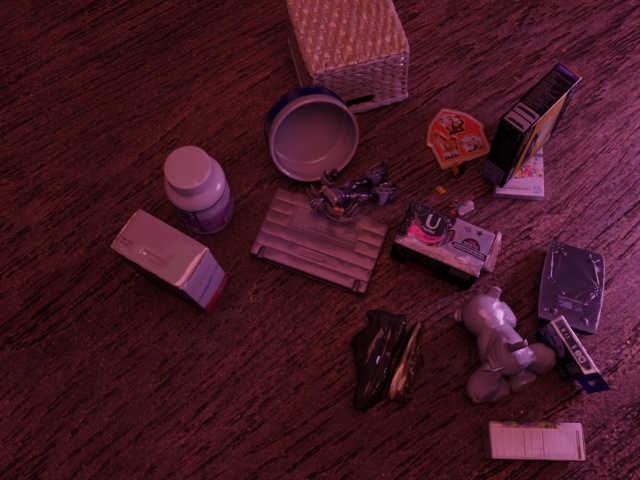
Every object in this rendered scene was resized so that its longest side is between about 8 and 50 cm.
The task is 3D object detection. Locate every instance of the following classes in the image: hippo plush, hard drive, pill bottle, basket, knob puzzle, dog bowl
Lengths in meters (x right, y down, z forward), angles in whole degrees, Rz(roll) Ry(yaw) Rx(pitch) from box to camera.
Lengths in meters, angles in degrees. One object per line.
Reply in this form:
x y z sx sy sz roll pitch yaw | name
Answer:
0.438 0.270 1.682 0.234 0.294 0.237 -43 51 18 | hippo plush
0.695 0.134 1.785 0.171 0.054 0.255 17 61 7 | hard drive
-0.341 -0.140 1.788 0.169 0.301 0.169 0 70 1 | pill bottle
0.081 -0.594 1.962 0.328 0.266 0.332 -15 69 -3 | basket
0.418 -0.331 1.985 0.213 0.030 0.213 0 71 1 | knob puzzle
-0.028 -0.309 1.858 0.264 0.265 0.104 -18 40 -5 | dog bowl

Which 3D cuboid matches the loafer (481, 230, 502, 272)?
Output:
0.500 0.034 1.853 0.039 0.045 0.125 27 79 -7 | loafer

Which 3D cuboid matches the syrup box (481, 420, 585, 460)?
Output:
0.546 0.519 1.650 0.236 0.093 0.096 0 70 1 | syrup box

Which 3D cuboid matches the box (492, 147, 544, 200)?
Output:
0.597 -0.216 1.937 0.145 0.038 0.186 5 72 3 | box

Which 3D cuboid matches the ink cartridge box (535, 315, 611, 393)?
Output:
0.648 0.309 1.663 0.045 0.206 0.208 -29 71 -2 | ink cartridge box

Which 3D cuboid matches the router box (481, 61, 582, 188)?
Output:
0.581 -0.312 1.788 0.081 0.309 0.243 42 77 18 | router box

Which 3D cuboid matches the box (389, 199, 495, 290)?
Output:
0.337 0.014 1.794 0.247 0.163 0.142 23 74 8 | box

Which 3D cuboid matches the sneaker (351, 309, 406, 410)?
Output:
0.136 0.319 1.735 0.130 0.109 0.286 17 65 17 | sneaker

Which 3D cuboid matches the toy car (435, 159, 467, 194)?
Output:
0.388 -0.199 1.925 0.122 0.060 0.040 -40 58 -15 | toy car

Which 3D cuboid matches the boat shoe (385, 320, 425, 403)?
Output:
0.245 0.333 1.733 0.073 0.080 0.224 23 78 3 | boat shoe

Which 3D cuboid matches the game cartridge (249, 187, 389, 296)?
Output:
0.000 0.000 1.863 0.354 0.068 0.230 20 68 8 | game cartridge

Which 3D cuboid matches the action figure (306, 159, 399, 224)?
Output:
0.084 -0.141 1.852 0.284 0.099 0.185 -18 58 -26 | action figure

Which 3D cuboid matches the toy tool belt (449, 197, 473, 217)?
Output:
0.409 -0.100 1.900 0.083 0.052 0.051 -24 41 -11 | toy tool belt

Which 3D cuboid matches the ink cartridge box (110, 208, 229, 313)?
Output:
-0.390 0.066 1.714 0.226 0.306 0.131 28 74 10 | ink cartridge box
